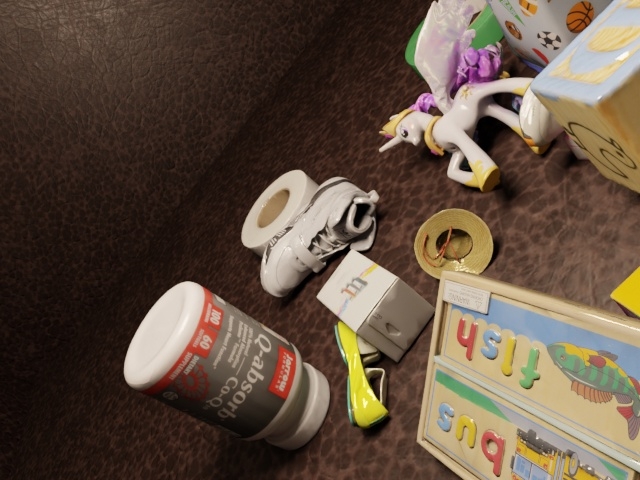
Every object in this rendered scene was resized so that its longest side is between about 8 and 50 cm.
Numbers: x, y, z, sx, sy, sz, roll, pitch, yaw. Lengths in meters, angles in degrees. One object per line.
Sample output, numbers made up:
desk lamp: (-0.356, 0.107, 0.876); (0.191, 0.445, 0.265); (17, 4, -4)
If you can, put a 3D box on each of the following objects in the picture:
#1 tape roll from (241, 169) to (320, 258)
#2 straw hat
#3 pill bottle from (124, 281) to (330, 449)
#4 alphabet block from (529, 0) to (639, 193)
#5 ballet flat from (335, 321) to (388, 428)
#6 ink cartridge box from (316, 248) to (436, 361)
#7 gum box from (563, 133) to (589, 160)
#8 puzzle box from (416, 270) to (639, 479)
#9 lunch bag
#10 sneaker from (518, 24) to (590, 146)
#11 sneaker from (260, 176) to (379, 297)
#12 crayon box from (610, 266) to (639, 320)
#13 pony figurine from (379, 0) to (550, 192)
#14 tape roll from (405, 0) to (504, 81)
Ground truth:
tape roll: (-0.110, -0.073, 1.532); (0.286, 0.100, 0.286); (-36, 33, 28)
straw hat: (0.255, 0.006, 0.957); (0.144, 0.145, 0.061); (-37, -10, 25)
pill bottle: (-0.164, 0.253, 0.974); (0.210, 0.363, 0.210); (-36, 33, 27)
alphabet block: (0.426, -0.187, 0.631); (0.193, 0.197, 0.192); (-45, 17, 16)
ballet flat: (0.081, 0.242, 0.953); (0.077, 0.077, 0.231); (-21, 40, 10)
ink cartridge box: (0.105, 0.122, 0.979); (0.127, 0.128, 0.176); (-52, 30, -1)
gum box: (0.509, -0.183, 0.810); (0.107, 0.062, 0.188); (-55, 29, -4)
puzzle box: (0.277, 0.208, 0.584); (0.408, 0.052, 0.272); (17, 103, 59)
lunch bag: (0.443, -0.521, 1.009); (0.239, 0.328, 0.386); (-40, 29, 12)
sneaker: (0.441, -0.259, 0.831); (0.262, 0.099, 0.121); (-51, 32, -1)
sneaker: (0.000, 0.000, 1.252); (0.366, 0.137, 0.210); (-52, 26, -8)
crayon box: (0.536, 0.056, 0.463); (0.313, 0.106, 0.363); (-48, 28, 9)
pony figurine: (0.306, -0.288, 1.050); (0.351, 0.302, 0.363); (-58, 42, 8)
tape roll: (0.390, -0.595, 1.424); (0.321, 0.077, 0.321); (-35, 33, 27)
